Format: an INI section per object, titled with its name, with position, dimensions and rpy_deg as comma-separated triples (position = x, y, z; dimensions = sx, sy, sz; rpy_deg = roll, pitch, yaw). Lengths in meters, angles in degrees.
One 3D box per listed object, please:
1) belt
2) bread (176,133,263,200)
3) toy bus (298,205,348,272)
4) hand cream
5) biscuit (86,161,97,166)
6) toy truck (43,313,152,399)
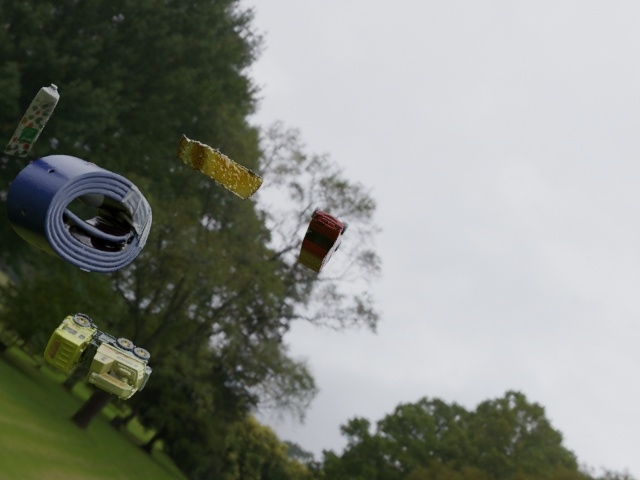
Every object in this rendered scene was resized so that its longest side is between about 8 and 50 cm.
[belt]
position = -0.493, -0.055, 1.692
dimensions = 0.117, 0.212, 0.347
rpy_deg = 21, -6, 22
[bread]
position = -0.205, -0.145, 1.657
dimensions = 0.187, 0.065, 0.103
rpy_deg = 34, -2, -32
[toy bus]
position = 0.000, 0.000, 1.826
dimensions = 0.081, 0.089, 0.195
rpy_deg = 30, -19, 4
[hand cream]
position = -0.566, -0.236, 1.607
dimensions = 0.037, 0.165, 0.057
rpy_deg = 38, 12, 25
[biscuit]
position = -0.557, -0.145, 1.885
dimensions = 0.091, 0.078, 0.015
rpy_deg = -2, -21, -4
[toy truck]
position = -0.585, 0.315, 2.125
dimensions = 0.272, 0.124, 0.157
rpy_deg = 29, 14, 0
